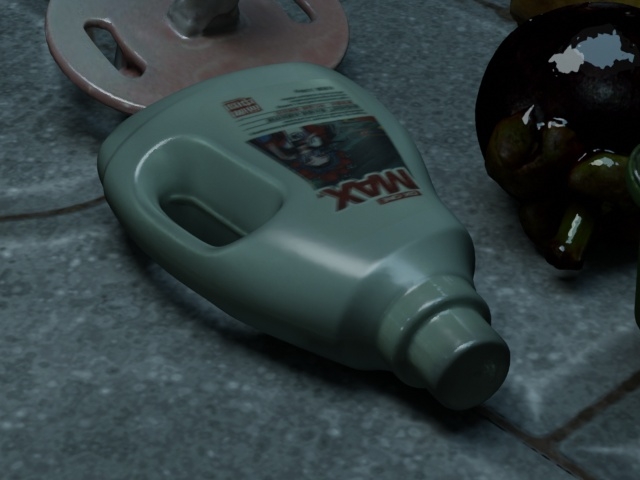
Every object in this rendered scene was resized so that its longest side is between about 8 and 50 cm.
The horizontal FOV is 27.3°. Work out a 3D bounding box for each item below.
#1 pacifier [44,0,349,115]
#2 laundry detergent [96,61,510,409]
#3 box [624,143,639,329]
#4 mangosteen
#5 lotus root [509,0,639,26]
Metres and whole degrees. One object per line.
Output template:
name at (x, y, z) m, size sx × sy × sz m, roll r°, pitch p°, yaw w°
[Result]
pacifier at (-0.115, -0.236, 1.342) m, size 0.332 × 0.273 × 0.220 m, roll -23°, pitch 24°, yaw -33°
laundry detergent at (0.000, 0.000, 1.063) m, size 0.264 × 0.125 × 0.398 m, roll -14°, pitch 38°, yaw -24°
box at (0.403, 0.023, 0.955) m, size 0.328 × 0.178 × 0.253 m, roll -16°, pitch 42°, yaw -14°
mangosteen at (0.232, -0.082, 1.142) m, size 0.211 × 0.211 × 0.250 m, roll 7°, pitch 59°, yaw 9°
lotus root at (0.341, -0.287, 1.469) m, size 0.199 × 0.188 × 0.180 m, roll -25°, pitch 52°, yaw -38°
